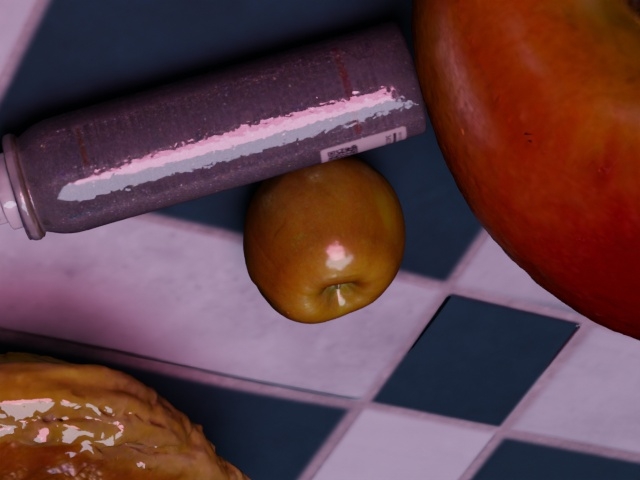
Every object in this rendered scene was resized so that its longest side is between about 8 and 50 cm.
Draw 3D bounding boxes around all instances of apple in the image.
[{"bbox_3d":[0.000,0.000,1.102,0.099,0.102,0.114,26,121,-37],"label":"apple"}]

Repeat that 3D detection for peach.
[{"bbox_3d":[0.241,-0.091,0.957,0.335,0.310,0.406,-40,131,16],"label":"peach"}]

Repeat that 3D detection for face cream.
[{"bbox_3d":[-0.077,-0.062,1.038,0.284,0.073,0.073,-16,135,-3],"label":"face cream"}]

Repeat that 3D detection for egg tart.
[{"bbox_3d":[-0.218,0.176,1.162,0.352,0.153,0.339,-14,134,-4],"label":"egg tart"}]
